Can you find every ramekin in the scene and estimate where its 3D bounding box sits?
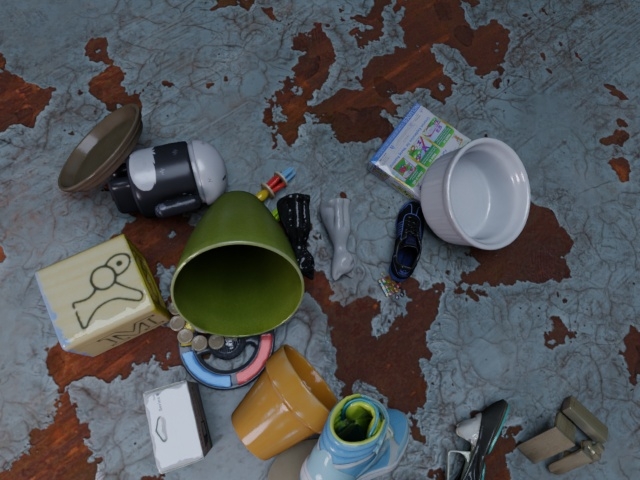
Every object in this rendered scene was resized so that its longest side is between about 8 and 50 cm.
[{"bbox_3d":[0.392,-0.113,1.242,0.277,0.135,0.278,1,88,-26],"label":"ramekin"}]

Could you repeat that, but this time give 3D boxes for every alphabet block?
[{"bbox_3d":[-0.479,0.129,1.085,0.197,0.193,0.193,-24,78,-13],"label":"alphabet block"}]

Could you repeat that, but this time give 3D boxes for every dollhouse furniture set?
[{"bbox_3d":[0.592,0.482,1.174,0.144,0.123,0.151,43,38,8],"label":"dollhouse furniture set"}]

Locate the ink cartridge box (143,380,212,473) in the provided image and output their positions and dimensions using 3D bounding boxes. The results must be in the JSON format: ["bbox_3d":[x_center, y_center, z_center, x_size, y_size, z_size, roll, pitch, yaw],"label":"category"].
[{"bbox_3d":[-0.295,0.384,1.011,0.093,0.212,0.155,-16,74,-11],"label":"ink cartridge box"}]

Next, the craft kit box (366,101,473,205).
[{"bbox_3d":[0.300,-0.229,1.356,0.246,0.061,0.250,36,72,8],"label":"craft kit box"}]

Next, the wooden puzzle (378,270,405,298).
[{"bbox_3d":[0.183,0.117,1.257,0.049,0.006,0.083,-21,75,-12],"label":"wooden puzzle"}]

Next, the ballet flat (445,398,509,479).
[{"bbox_3d":[0.352,0.488,1.115,0.096,0.095,0.281,22,71,14],"label":"ballet flat"}]

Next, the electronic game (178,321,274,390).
[{"bbox_3d":[-0.224,0.239,1.152,0.229,0.048,0.230,2,71,-6],"label":"electronic game"}]

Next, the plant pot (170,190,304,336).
[{"bbox_3d":[-0.187,0.018,1.105,0.274,0.275,0.294,-3,39,-7],"label":"plant pot"}]

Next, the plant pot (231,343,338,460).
[{"bbox_3d":[-0.085,0.369,1.061,0.188,0.205,0.205,-41,80,0],"label":"plant pot"}]

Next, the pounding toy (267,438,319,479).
[{"bbox_3d":[-0.025,0.560,1.033,0.182,0.110,0.237,0,30,24],"label":"pounding toy"}]

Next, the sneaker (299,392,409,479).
[{"bbox_3d":[0.113,0.391,0.999,0.127,0.208,0.318,36,30,31],"label":"sneaker"}]

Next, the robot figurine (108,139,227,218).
[{"bbox_3d":[-0.373,-0.150,1.199,0.277,0.173,0.209,-14,85,-10],"label":"robot figurine"}]

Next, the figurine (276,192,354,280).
[{"bbox_3d":[0.000,0.000,1.207,0.214,0.092,0.210,2,76,-37],"label":"figurine"}]

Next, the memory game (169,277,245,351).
[{"bbox_3d":[-0.267,0.173,1.146,0.186,0.012,0.186,2,64,-4],"label":"memory game"}]

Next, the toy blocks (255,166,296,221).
[{"bbox_3d":[-0.101,-0.121,1.277,0.148,0.054,0.123,-43,80,-17],"label":"toy blocks"}]

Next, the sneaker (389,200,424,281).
[{"bbox_3d":[0.235,-0.009,1.256,0.081,0.090,0.233,14,69,-3],"label":"sneaker"}]

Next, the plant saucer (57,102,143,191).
[{"bbox_3d":[-0.539,-0.225,1.192,0.277,0.041,0.278,-23,45,25],"label":"plant saucer"}]
